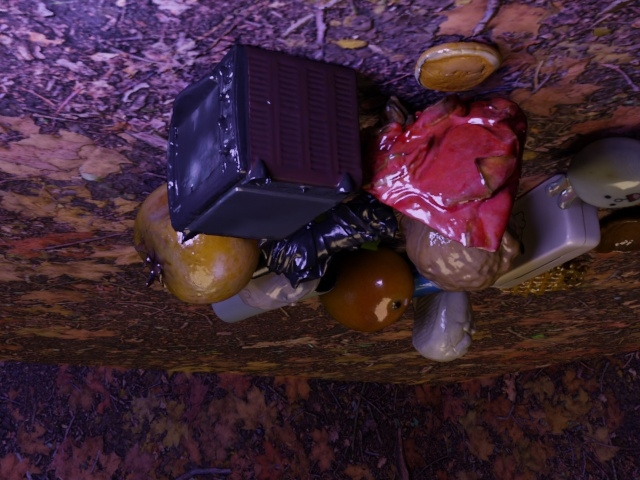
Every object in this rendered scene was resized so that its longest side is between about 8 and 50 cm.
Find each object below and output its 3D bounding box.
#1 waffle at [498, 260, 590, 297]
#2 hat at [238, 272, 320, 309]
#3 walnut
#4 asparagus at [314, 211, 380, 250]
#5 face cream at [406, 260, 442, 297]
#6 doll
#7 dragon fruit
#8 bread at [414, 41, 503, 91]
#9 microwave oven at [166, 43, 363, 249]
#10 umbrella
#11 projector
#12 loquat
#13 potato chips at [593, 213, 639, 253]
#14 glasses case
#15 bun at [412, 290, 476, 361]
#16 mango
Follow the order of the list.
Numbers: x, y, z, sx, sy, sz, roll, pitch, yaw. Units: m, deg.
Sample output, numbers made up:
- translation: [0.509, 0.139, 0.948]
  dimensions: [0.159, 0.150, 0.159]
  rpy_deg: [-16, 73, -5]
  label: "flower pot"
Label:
- translation: [0.523, 0.090, 2.061]
  dimensions: [0.232, 0.051, 0.229]
  rpy_deg: [10, 162, -34]
  label: "waffle"
- translation: [-0.123, 0.044, 1.619]
  dimensions: [0.275, 0.161, 0.232]
  rpy_deg: [16, 151, -39]
  label: "hat"
- translation: [0.237, -0.009, 1.441]
  dimensions: [0.198, 0.198, 0.245]
  rpy_deg: [-12, 153, 27]
  label: "walnut"
- translation: [0.018, -0.025, 1.565]
  dimensions: [0.278, 0.060, 0.067]
  rpy_deg: [9, 124, -36]
  label: "asparagus"
- translation: [0.224, 0.082, 1.896]
  dimensions: [0.264, 0.083, 0.149]
  rpy_deg: [-19, -179, 41]
  label: "face cream"
- translation: [0.486, -0.113, 1.304]
  dimensions: [0.275, 0.113, 0.155]
  rpy_deg: [-7, 155, 37]
  label: "doll"
- translation: [0.154, -0.127, 1.094]
  dimensions: [0.205, 0.152, 0.317]
  rpy_deg: [18, -158, 1]
  label: "dragon fruit"
- translation: [0.168, -0.212, 1.045]
  dimensions: [0.110, 0.024, 0.110]
  rpy_deg: [-2, 166, -1]
  label: "bread"
- translation: [-0.083, -0.109, 1.084]
  dimensions: [0.188, 0.178, 0.247]
  rpy_deg: [4, 161, -30]
  label: "microwave oven"
- translation: [0.001, 0.000, 1.447]
  dimensions: [0.272, 0.110, 0.122]
  rpy_deg: [-26, 156, 5]
  label: "umbrella"
- translation: [-0.108, 0.101, 1.881]
  dimensions: [0.108, 0.108, 0.337]
  rpy_deg: [11, 158, -39]
  label: "projector"
- translation: [-0.199, -0.007, 1.360]
  dimensions: [0.213, 0.213, 0.213]
  rpy_deg: [-3, 163, -1]
  label: "loquat"
- translation: [0.632, -0.018, 1.723]
  dimensions: [0.150, 0.049, 0.201]
  rpy_deg: [1, 165, 4]
  label: "potato chips"
- translation: [0.389, -0.010, 1.567]
  dimensions: [0.070, 0.131, 0.313]
  rpy_deg: [3, 162, -18]
  label: "glasses case"
- translation: [0.298, 0.180, 2.018]
  dimensions: [0.145, 0.229, 0.229]
  rpy_deg: [14, 159, -16]
  label: "bun"
- translation: [0.094, 0.110, 1.826]
  dimensions: [0.139, 0.175, 0.254]
  rpy_deg: [8, 160, -34]
  label: "mango"
